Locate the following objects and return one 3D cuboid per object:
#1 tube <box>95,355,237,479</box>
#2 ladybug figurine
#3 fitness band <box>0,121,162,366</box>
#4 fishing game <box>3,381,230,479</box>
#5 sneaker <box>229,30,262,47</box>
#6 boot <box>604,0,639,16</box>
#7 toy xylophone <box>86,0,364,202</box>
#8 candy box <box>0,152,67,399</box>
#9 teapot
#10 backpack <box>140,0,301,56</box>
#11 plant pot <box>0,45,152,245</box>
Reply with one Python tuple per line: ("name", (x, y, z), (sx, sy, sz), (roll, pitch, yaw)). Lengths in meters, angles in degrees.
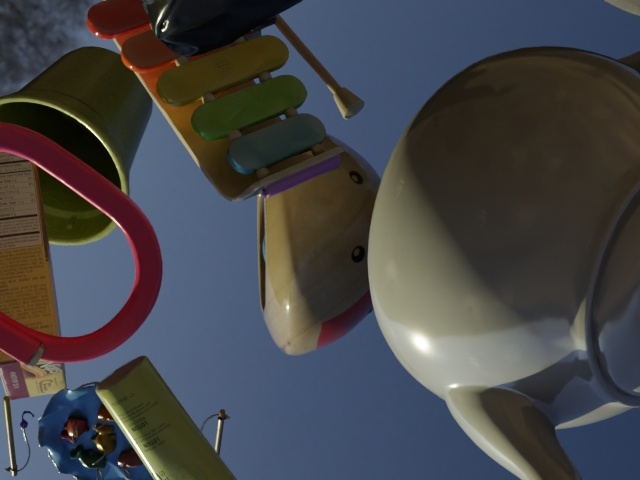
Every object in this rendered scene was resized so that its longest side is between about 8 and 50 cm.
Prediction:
("tube", (-0.132, 0.227, 1.223), (0.062, 0.240, 0.070), (-38, -167, -28))
("ladybug figurine", (0.000, 0.000, 1.648), (0.162, 0.305, 0.449), (-2, 174, -5))
("fitness band", (-0.304, 0.005, 1.277), (0.209, 0.291, 0.054), (-53, -167, 3))
("fishing game", (-0.246, 0.240, 1.461), (0.264, 0.189, 0.041), (7, -142, -6))
("sneaker", (-0.167, -0.359, 1.865), (0.086, 0.228, 0.132), (-21, -143, 31))
("boot", (0.256, -0.276, 1.128), (0.222, 0.338, 0.118), (-79, -167, -68))
("toy xylophone", (-0.089, -0.186, 1.309), (0.236, 0.322, 0.081), (-35, 167, -33))
("candy box", (-0.408, 0.038, 1.667), (0.088, 0.183, 0.316), (-8, -111, -13))
("teapot", (0.168, 0.005, 0.731), (0.252, 0.256, 0.187), (-19, -155, -37))
("backpack", (-0.106, -0.393, 1.070), (0.290, 0.273, 0.355), (-27, -109, 12))
("plant pot", (-0.395, -0.175, 1.974), (0.276, 0.276, 0.254), (-21, -152, 29))
